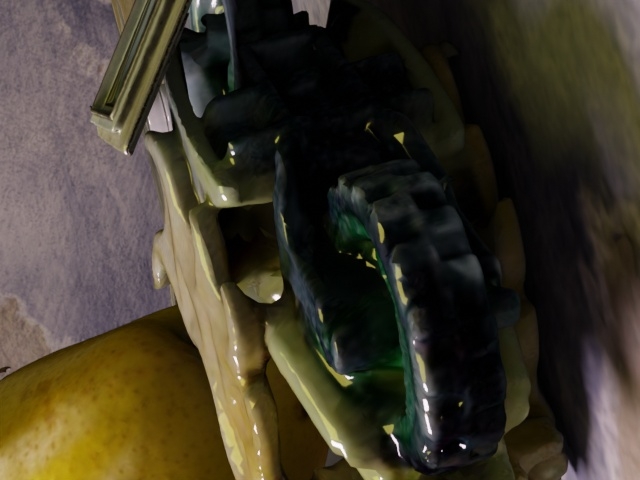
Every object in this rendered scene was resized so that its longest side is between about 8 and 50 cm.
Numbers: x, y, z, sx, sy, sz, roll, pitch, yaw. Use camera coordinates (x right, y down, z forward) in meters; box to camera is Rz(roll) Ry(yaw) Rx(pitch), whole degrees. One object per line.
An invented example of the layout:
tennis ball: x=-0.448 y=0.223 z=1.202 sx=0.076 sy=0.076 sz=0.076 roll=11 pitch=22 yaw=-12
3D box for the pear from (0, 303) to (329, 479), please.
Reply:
pear: x=-0.074 y=0.117 z=0.891 sx=0.178 sy=0.267 sz=0.267 roll=-49 pitch=42 yaw=25

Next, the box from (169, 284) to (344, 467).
box: x=-0.029 y=0.083 z=1.130 sx=0.178 sy=0.138 sz=0.274 roll=61 pitch=164 yaw=26

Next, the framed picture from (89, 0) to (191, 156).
framed picture: x=-0.054 y=-0.185 z=0.679 sx=0.232 sy=0.019 sz=0.296 roll=-155 pitch=88 yaw=-77

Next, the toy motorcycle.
toy motorcycle: x=0.000 y=0.000 z=0.697 sx=0.410 sy=0.169 sz=0.237 roll=-119 pitch=16 yaw=-55

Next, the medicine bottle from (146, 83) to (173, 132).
medicine bottle: x=-0.150 y=-0.150 z=1.541 sx=0.058 sy=0.091 sz=0.058 roll=166 pitch=90 yaw=-80
